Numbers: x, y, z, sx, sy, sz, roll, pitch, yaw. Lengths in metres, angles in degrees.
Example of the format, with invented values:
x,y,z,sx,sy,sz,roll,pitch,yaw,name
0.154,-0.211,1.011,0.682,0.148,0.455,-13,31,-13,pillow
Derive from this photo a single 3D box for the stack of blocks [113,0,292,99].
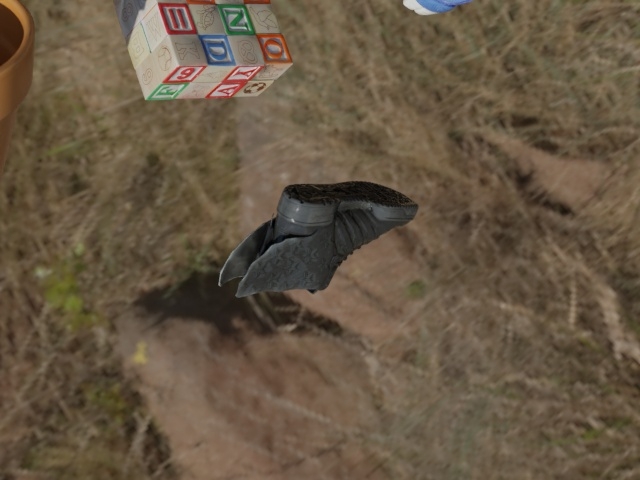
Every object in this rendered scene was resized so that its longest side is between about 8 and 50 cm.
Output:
x,y,z,sx,sy,sz,roll,pitch,yaw,name
-0.167,-0.324,1.691,0.087,0.171,0.297,-36,69,48,stack of blocks

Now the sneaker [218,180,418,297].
x,y,z,sx,sy,sz,roll,pitch,yaw,name
0.002,0.001,1.103,0.051,0.170,0.089,36,116,40,sneaker

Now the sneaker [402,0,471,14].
x,y,z,sx,sy,sz,roll,pitch,yaw,name
0.159,-0.439,1.623,0.147,0.130,0.330,-1,102,38,sneaker

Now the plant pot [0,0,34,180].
x,y,z,sx,sy,sz,roll,pitch,yaw,name
-0.445,-0.135,1.441,0.291,0.291,0.203,28,131,25,plant pot
